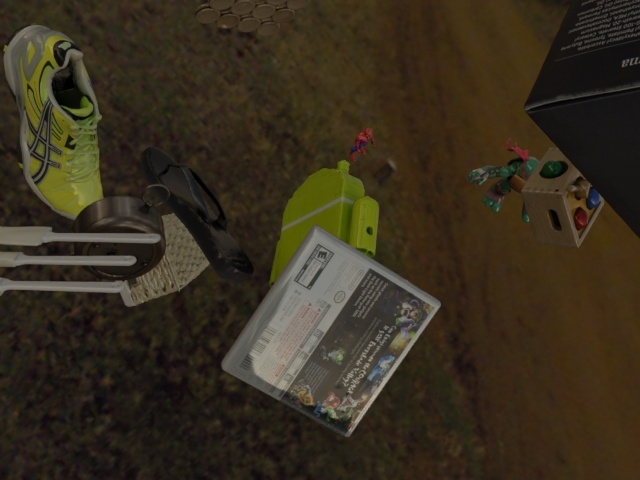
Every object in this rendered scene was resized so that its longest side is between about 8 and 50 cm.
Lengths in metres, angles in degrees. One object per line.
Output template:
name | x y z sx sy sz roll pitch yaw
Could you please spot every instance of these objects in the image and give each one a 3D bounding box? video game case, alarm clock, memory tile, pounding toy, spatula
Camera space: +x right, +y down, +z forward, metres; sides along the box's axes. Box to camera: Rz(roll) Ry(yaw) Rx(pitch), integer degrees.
video game case | 0.012 0.103 1.078 0.173 0.190 0.022 32 8 -17
alarm clock | -0.276 -0.012 1.383 0.129 0.192 0.064 22 31 -34
memory tile | -0.099 -0.339 1.411 0.148 0.113 0.012 2 66 -41
pounding toy | 0.378 -0.070 1.489 0.130 0.100 0.141 -52 132 -32
spatula | -0.334 0.029 1.209 0.168 0.242 0.019 -68 156 -59

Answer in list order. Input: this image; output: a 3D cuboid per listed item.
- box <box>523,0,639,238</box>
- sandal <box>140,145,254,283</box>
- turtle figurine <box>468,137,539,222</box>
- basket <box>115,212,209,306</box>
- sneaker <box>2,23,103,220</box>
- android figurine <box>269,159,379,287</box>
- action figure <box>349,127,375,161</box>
box | 0.380 -0.136 0.812 0.343 0.179 0.312 41 63 -28
sandal | -0.172 -0.047 1.432 0.254 0.054 0.097 50 17 17
turtle figurine | 0.371 -0.098 1.797 0.175 0.118 0.234 37 -6 11
basket | -0.263 0.023 1.596 0.167 0.103 0.113 -52 124 -69
sneaker | -0.473 -0.198 1.786 0.145 0.147 0.384 -35 129 -35
android figurine | 0.000 0.000 1.532 0.056 0.248 0.273 24 58 -30
action figure | 0.076 -0.173 1.729 0.030 0.038 0.115 55 -14 10
